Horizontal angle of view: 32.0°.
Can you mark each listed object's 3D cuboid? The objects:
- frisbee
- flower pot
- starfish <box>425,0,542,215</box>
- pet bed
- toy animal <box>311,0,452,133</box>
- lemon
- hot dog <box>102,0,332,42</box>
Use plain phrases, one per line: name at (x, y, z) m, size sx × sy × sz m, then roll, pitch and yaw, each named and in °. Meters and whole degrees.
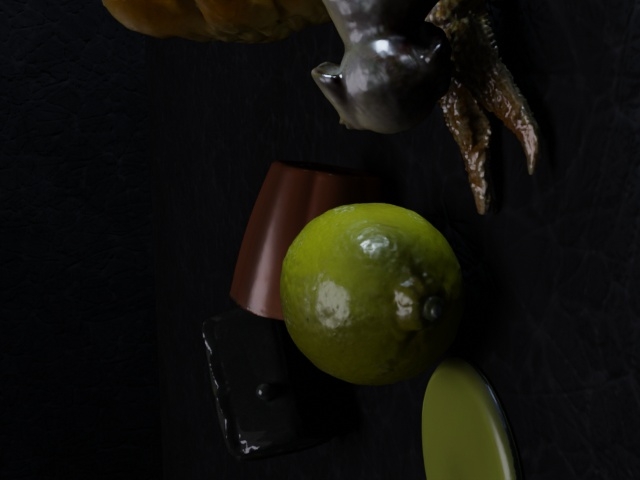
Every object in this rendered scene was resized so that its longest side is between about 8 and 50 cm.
frisbee at (0.148, 0.234, 1.125) m, size 0.236 × 0.017 × 0.235 m, roll 173°, pitch 90°, yaw -74°
flower pot at (-0.002, 0.000, 1.296) m, size 0.190 × 0.191 × 0.173 m, roll -144°, pitch 61°, yaw -69°
starfish at (0.118, -0.166, 0.998) m, size 0.299 × 0.060 × 0.302 m, roll 120°, pitch 140°, yaw -60°
pet bed at (-0.063, 0.186, 1.534) m, size 0.159 × 0.183 × 0.210 m, roll 120°, pitch 140°, yaw -67°
toy animal at (0.062, -0.210, 0.909) m, size 0.169 × 0.121 × 0.233 m, roll 41°, pitch 114°, yaw 24°
lemon at (0.051, 0.052, 1.099) m, size 0.248 × 0.184 × 0.184 m, roll 175°, pitch 89°, yaw -75°
hot dog at (-0.085, -0.380, 1.113) m, size 0.196 × 0.367 × 0.365 m, roll 29°, pitch -134°, yaw -74°
